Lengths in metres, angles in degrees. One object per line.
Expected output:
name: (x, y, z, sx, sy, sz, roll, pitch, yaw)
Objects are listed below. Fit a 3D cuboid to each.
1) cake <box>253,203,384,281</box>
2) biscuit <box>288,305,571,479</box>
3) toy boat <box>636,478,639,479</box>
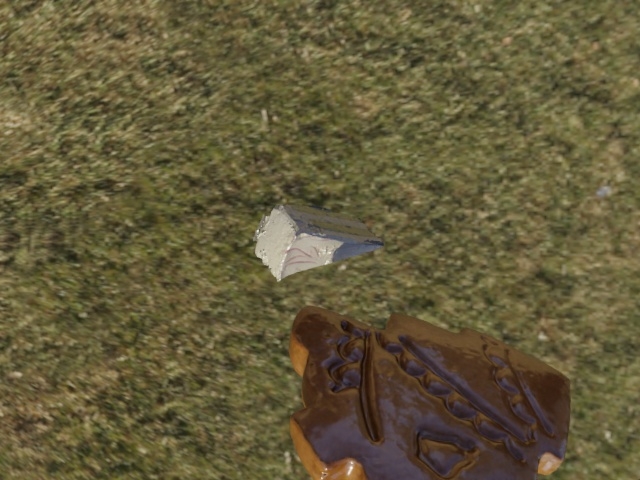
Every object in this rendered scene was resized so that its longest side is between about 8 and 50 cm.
cake: (0.000, 0.000, 0.967, 0.121, 0.052, 0.065, 2, 127, -42)
biscuit: (0.113, 0.151, 0.934, 0.306, 0.284, 0.043, -8, 136, -33)
toy boat: (0.055, 0.170, 0.339, 0.061, 0.299, 0.096, 11, 45, -39)
